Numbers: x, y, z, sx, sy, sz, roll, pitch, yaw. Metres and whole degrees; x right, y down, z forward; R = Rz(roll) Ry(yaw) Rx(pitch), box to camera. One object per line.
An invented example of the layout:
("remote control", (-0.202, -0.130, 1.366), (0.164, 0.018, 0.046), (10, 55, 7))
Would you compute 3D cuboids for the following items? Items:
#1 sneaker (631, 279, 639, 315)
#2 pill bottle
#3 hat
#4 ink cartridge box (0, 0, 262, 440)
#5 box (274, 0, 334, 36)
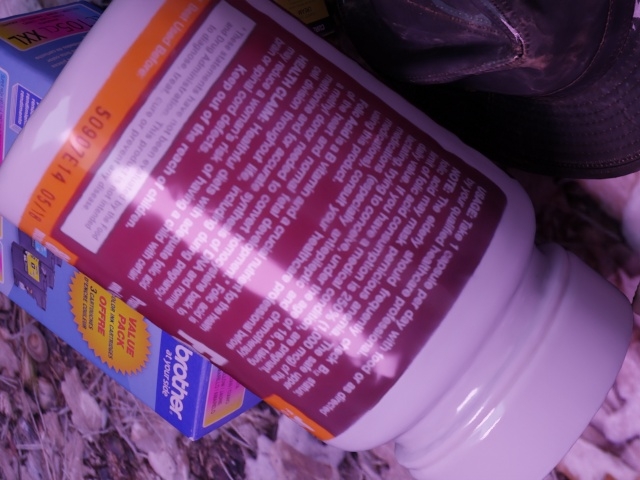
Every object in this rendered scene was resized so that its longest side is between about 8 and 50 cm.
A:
("sneaker", (0.264, -0.017, 0.847), (0.071, 0.066, 0.188), (23, 131, 14))
("pill bottle", (0.000, 0.000, 0.882), (0.392, 0.224, 0.224), (36, 136, -6))
("hat", (0.103, -0.174, 0.860), (0.331, 0.134, 0.331), (20, 122, 36))
("ink cartridge box", (-0.142, -0.014, 1.164), (0.395, 0.151, 0.270), (31, 129, 27))
("box", (-0.071, -0.260, 1.035), (0.087, 0.058, 0.232), (-11, 102, 46))
